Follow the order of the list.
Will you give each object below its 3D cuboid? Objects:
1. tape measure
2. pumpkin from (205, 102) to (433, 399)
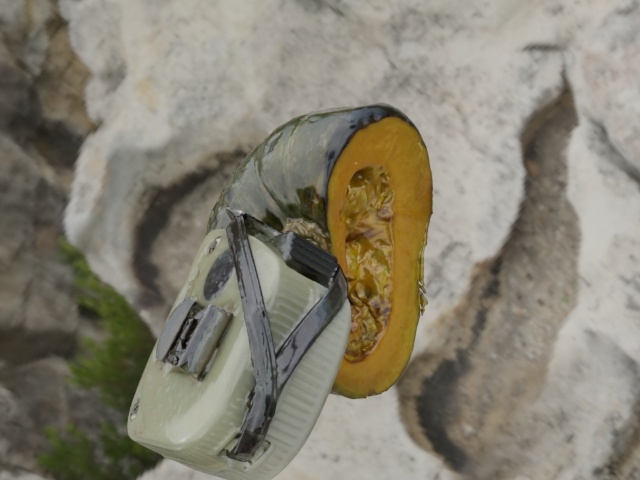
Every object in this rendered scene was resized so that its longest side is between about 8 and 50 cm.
[{"bbox_3d":[-0.069,0.085,1.262,0.231,0.133,0.271,-7,55,60],"label":"tape measure"},{"bbox_3d":[0.000,0.000,1.520,0.232,0.242,0.324,12,96,45],"label":"pumpkin"}]
